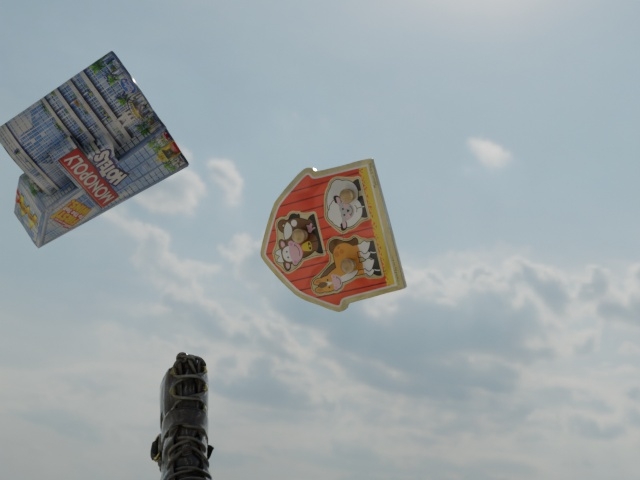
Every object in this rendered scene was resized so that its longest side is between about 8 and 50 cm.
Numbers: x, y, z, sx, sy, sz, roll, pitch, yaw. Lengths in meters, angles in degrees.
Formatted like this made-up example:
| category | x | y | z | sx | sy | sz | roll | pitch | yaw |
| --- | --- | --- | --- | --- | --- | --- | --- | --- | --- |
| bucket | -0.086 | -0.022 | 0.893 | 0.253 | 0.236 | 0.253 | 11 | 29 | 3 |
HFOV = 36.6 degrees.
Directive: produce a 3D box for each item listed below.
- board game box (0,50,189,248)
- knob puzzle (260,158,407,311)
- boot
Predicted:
| category | x | y | z | sx | sy | sz | roll | pitch | yaw |
| --- | --- | --- | --- | --- | --- | --- | --- | --- | --- |
| board game box | -0.258 | -0.084 | 1.042 | 0.194 | 0.060 | 0.194 | -37 | -20 | -5 |
| knob puzzle | 0.000 | 0.000 | 1.250 | 0.213 | 0.213 | 0.030 | -2 | 5 | 28 |
| boot | -0.137 | 0.216 | 0.968 | 0.091 | 0.229 | 0.263 | 6 | -35 | -15 |
